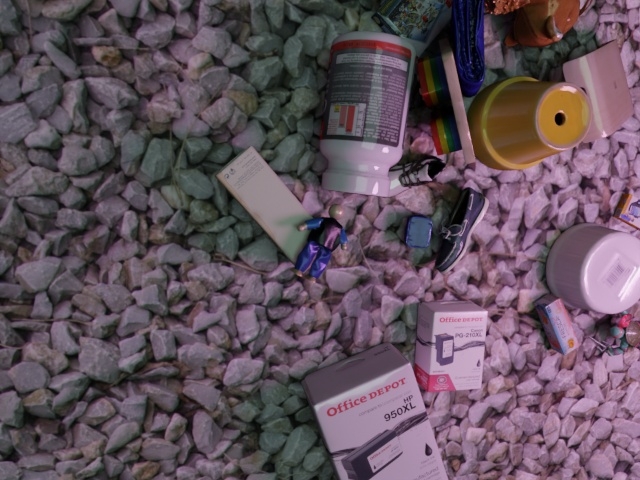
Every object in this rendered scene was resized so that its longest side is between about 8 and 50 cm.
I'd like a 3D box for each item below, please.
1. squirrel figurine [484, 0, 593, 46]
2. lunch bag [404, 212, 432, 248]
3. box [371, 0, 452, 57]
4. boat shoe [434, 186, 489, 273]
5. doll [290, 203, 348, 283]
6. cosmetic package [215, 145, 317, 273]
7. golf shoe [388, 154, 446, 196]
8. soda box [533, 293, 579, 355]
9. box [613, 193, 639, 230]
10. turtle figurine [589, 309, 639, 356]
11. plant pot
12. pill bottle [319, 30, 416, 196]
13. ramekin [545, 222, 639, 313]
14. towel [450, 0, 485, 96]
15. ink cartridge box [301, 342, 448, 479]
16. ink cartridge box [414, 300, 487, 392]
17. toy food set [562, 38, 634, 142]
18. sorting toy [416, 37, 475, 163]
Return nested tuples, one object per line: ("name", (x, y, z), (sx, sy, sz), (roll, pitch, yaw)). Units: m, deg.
("squirrel figurine", (0.513, -0.677, 1.156), (0.397, 0.281, 0.370), (-16, 116, -22))
("lunch bag", (0.270, -0.029, 1.284), (0.067, 0.065, 0.098), (9, 97, 1))
("box", (0.268, -0.619, 1.210), (0.159, 0.044, 0.233), (41, 87, -15))
("boat shoe", (0.381, -0.029, 1.293), (0.079, 0.095, 0.254), (31, 89, -17))
("doll", (0.000, 0.000, 1.071), (0.129, 0.046, 0.189), (29, 90, -17))
("cosmetic package", (-0.115, -0.077, 1.139), (0.113, 0.160, 0.309), (-41, 103, -5))
("golf shoe", (0.245, -0.176, 1.243), (0.198, 0.094, 0.077), (-29, 104, -6))
("soda box", (0.733, 0.261, 1.435), (0.063, 0.058, 0.183), (-29, 102, -8))
("box", (1.004, -0.086, 1.466), (0.136, 0.028, 0.081), (23, 92, -13))
("turtle figurine", (0.974, 0.297, 1.473), (0.234, 0.118, 0.175), (14, 94, -20))
("plant pot", (0.557, -0.313, 1.221), (0.254, 0.239, 0.254), (-2, 99, -12))
("pill bottle", (0.107, -0.296, 1.133), (0.210, 0.210, 0.363), (6, 96, -14))
("ramekin", (0.846, 0.088, 1.398), (0.277, 0.135, 0.277), (-2, 98, -13))
("towel", (0.357, -0.478, 1.133), (0.076, 0.308, 0.227), (-1, 100, 17))
("ink cartridge box", (0.149, 0.529, 1.280), (0.285, 0.166, 0.395), (-21, 101, -10))
("ink cartridge box", (0.374, 0.302, 1.335), (0.172, 0.100, 0.237), (0, 98, -14))
("toy food set", (0.773, -0.421, 1.290), (0.306, 0.092, 0.219), (-32, 105, -38))
("sorting toy", (0.304, -0.343, 1.145), (0.089, 0.255, 0.257), (-12, 116, 19))
